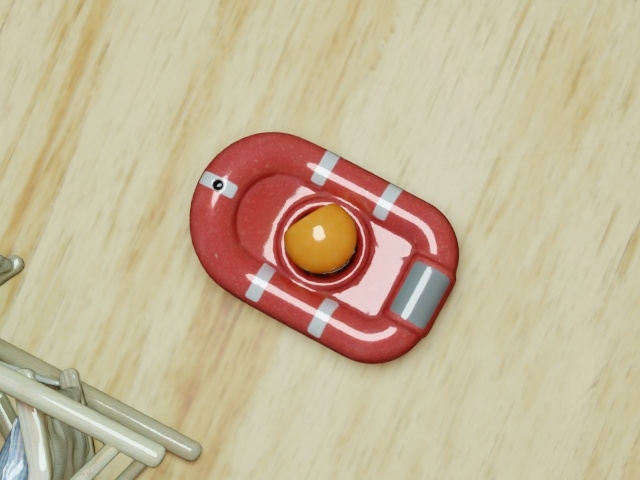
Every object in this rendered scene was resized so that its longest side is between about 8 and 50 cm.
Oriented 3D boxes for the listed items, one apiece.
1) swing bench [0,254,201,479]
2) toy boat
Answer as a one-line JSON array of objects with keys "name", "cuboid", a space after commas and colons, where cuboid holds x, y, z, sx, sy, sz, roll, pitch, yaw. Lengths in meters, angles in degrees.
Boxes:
[{"name": "swing bench", "cuboid": [-0.248, 0.136, 1.231, 0.254, 0.253, 0.165, 44, 88, 7]}, {"name": "toy boat", "cuboid": [0.000, 0.000, 1.284, 0.231, 0.151, 0.151, 28, 86, 5]}]
